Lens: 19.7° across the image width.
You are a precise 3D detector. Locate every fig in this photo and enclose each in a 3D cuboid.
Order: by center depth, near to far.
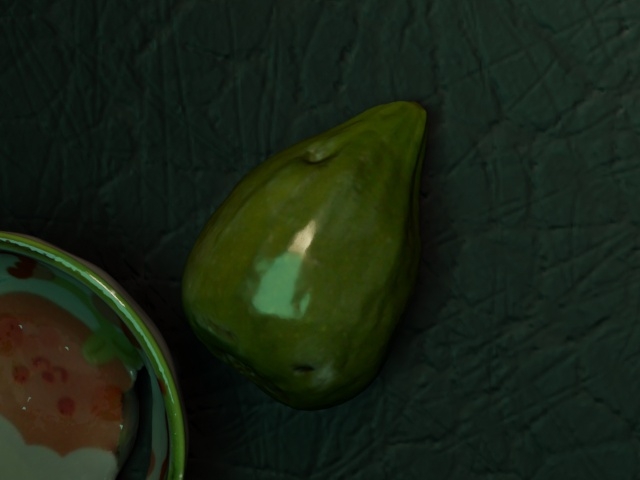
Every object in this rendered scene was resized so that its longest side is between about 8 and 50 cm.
[{"bbox_3d":[-0.005,0.013,1.346,0.167,0.167,0.233,33,115,12],"label":"fig"}]

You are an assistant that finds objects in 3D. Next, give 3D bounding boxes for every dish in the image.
[{"bbox_3d":[-0.245,0.137,1.474,0.324,0.124,0.324,3,102,13],"label":"dish"}]
